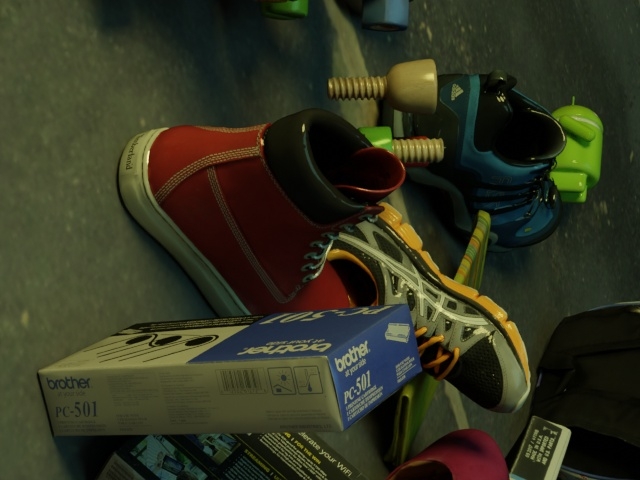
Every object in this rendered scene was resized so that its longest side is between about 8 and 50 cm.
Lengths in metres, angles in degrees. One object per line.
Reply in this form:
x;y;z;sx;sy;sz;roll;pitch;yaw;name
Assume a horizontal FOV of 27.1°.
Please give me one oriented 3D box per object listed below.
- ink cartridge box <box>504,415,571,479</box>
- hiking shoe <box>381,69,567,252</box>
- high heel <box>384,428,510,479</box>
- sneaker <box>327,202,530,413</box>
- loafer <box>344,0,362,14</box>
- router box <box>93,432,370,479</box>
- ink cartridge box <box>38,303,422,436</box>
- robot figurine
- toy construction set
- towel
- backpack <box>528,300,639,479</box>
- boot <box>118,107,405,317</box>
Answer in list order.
0.140;0.287;1.157;0.206;0.045;0.208;-59;170;-45;ink cartridge box
0.175;-0.064;1.240;0.304;0.132;0.113;29;62;-53;hiking shoe
0.031;0.199;0.995;0.181;0.127;0.377;57;30;-8;high heel
0.074;0.063;1.052;0.215;0.084;0.083;43;47;14;sneaker
0.032;-0.357;1.059;0.366;0.130;0.134;61;39;-32;loafer
-0.037;0.172;0.849;0.179;0.046;0.133;41;37;8;router box
-0.055;0.077;0.779;0.097;0.207;0.046;-27;108;-56;ink cartridge box
0.278;-0.099;1.471;0.101;0.067;0.115;63;33;-60;robot figurine
-0.036;-0.184;0.918;0.257;0.237;0.309;-97;-175;-65;toy construction set
0.105;0.082;1.173;0.102;0.021;0.237;91;20;-44;towel
0.359;0.180;1.376;0.276;0.263;0.213;-61;142;-32;backpack
0.000;0.000;0.911;0.244;0.176;0.088;47;46;-46;boot
